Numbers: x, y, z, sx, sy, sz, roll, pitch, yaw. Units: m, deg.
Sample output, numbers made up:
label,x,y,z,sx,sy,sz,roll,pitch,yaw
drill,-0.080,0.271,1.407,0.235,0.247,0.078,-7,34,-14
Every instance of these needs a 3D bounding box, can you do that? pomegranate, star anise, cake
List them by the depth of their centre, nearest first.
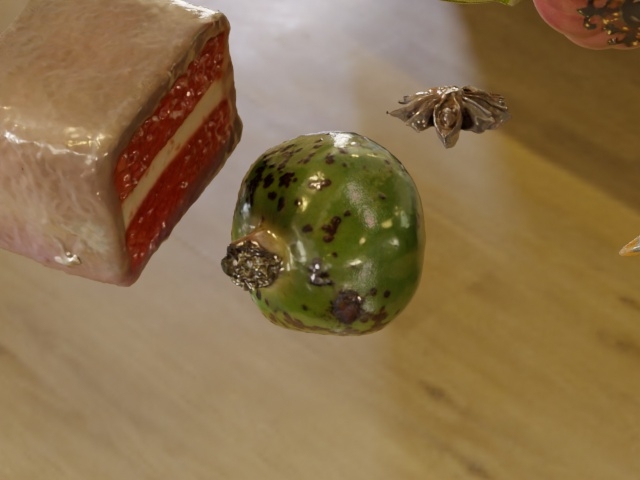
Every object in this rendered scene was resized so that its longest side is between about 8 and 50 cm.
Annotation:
label,x,y,z,sx,sy,sz,roll,pitch,yaw
star anise,0.127,-0.120,1.528,0.124,0.056,0.129,2,22,6
cake,-0.250,-0.128,1.751,0.230,0.237,0.309,15,49,20
pomegranate,0.000,0.000,1.832,0.254,0.254,0.270,35,40,30

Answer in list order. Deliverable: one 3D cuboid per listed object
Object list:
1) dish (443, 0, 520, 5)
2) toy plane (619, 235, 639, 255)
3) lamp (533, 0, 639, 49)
label,x,y,z,sx,sy,sz,roll,pitch,yaw
dish,0.138,-0.244,1.094,0.108,0.221,0.262,45,8,5
toy plane,0.485,-0.041,1.712,0.103,0.316,0.204,2,66,-59
lamp,0.288,-0.253,1.459,0.182,0.182,0.140,-3,55,-7
